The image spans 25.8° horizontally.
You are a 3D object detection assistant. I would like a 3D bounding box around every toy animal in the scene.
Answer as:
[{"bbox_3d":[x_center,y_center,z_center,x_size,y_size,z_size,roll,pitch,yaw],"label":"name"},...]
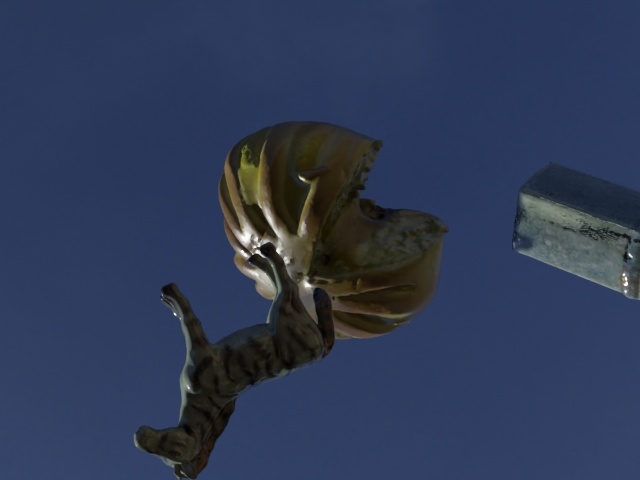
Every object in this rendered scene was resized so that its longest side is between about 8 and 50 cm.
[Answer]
[{"bbox_3d":[-0.110,0.113,1.468,0.255,0.090,0.170,-42,-90,-8],"label":"toy animal"}]

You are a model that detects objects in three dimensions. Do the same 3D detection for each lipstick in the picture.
[{"bbox_3d":[0.307,0.015,1.199,0.077,0.290,0.076,-33,-46,-44],"label":"lipstick"}]

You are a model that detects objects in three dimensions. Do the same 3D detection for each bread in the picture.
[{"bbox_3d":[0.000,0.000,1.809,0.160,0.333,0.333,-58,-48,-37],"label":"bread"}]
